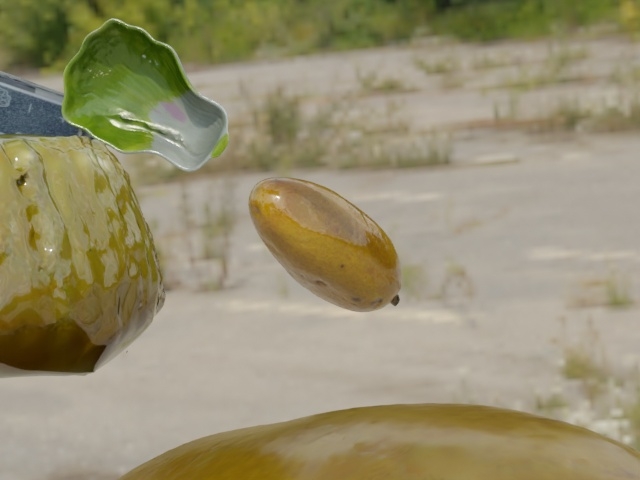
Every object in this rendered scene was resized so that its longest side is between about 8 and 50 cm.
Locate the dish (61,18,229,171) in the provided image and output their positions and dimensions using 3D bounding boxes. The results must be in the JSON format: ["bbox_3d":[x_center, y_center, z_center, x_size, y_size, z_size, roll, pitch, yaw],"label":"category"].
[{"bbox_3d":[-0.126,-0.104,1.316,0.137,0.091,0.039,32,9,7],"label":"dish"}]

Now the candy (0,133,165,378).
[{"bbox_3d":[-0.200,0.031,0.819,0.260,0.118,0.260,-16,-5,-1],"label":"candy"}]

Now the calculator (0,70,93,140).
[{"bbox_3d":[-0.305,-0.090,1.310,0.274,0.028,0.165,18,46,-12],"label":"calculator"}]

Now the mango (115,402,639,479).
[{"bbox_3d":[0.006,0.199,0.678,0.232,0.300,0.446,32,-10,-31],"label":"mango"}]

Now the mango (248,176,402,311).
[{"bbox_3d":[0.000,0.000,1.924,0.227,0.109,0.147,37,8,-37],"label":"mango"}]
